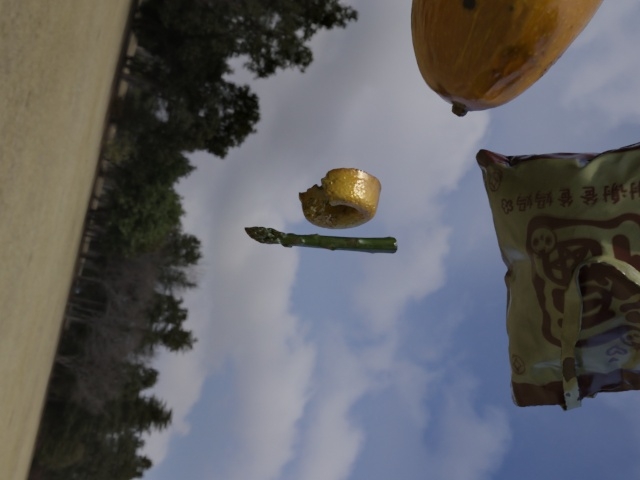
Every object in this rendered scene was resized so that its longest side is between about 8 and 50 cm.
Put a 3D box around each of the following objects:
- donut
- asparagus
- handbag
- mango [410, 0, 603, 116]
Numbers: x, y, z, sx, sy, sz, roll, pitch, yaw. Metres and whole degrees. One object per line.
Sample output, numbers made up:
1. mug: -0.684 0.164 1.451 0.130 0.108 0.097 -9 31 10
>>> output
1. donut: 0.028 -0.046 0.838 0.108 0.097 0.043 -37 -133 53
2. asparagus: 0.000 0.000 0.498 0.015 0.114 0.014 -96 -169 -70
3. handbag: 0.239 0.026 0.550 0.213 0.127 0.235 -6 -85 37
4. mango: 0.197 -0.290 0.624 0.187 0.144 0.359 44 -61 39
